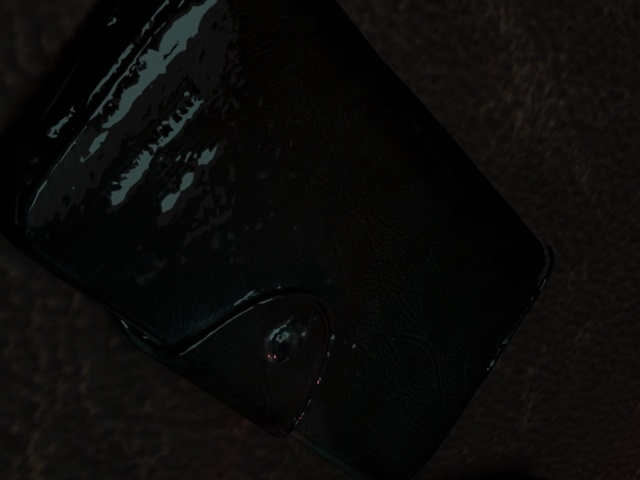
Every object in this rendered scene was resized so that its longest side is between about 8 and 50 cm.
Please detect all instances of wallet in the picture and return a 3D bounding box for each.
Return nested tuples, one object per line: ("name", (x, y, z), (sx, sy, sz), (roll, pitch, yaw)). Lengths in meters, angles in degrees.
("wallet", (0.000, 0.000, 0.580), (0.172, 0.045, 0.318), (-56, 138, -8))

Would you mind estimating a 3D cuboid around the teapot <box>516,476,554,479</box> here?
("teapot", (0.101, 0.301, 0.732), (0.344, 0.253, 0.300), (0, 80, -53))
